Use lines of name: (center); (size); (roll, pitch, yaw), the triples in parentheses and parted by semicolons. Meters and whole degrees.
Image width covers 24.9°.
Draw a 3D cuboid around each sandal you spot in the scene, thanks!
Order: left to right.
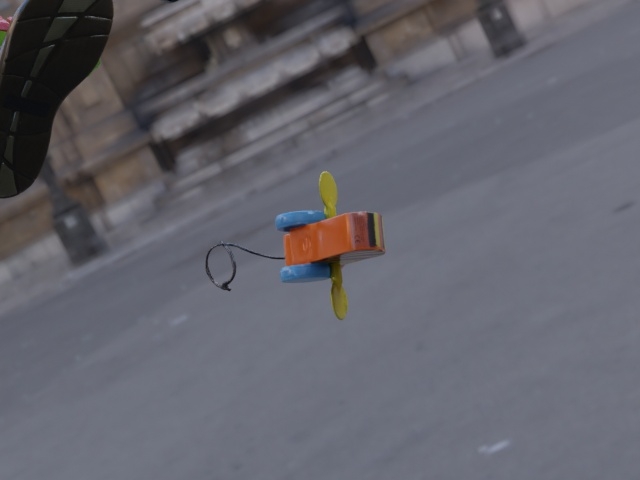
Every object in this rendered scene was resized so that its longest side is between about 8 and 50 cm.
sandal: (-0.262, -0.144, 1.315); (0.090, 0.219, 0.060); (14, 15, -36)

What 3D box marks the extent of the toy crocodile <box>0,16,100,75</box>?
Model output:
toy crocodile: (-0.462, -0.276, 2.035); (0.340, 0.105, 0.115); (1, 25, -41)

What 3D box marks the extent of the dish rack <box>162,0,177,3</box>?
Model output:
dish rack: (-0.122, -0.413, 1.864); (0.271, 0.074, 0.208); (-32, 0, 9)

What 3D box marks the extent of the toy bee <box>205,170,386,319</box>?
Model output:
toy bee: (0.000, 0.000, 2.040); (0.162, 0.195, 0.298); (1, 12, -44)
